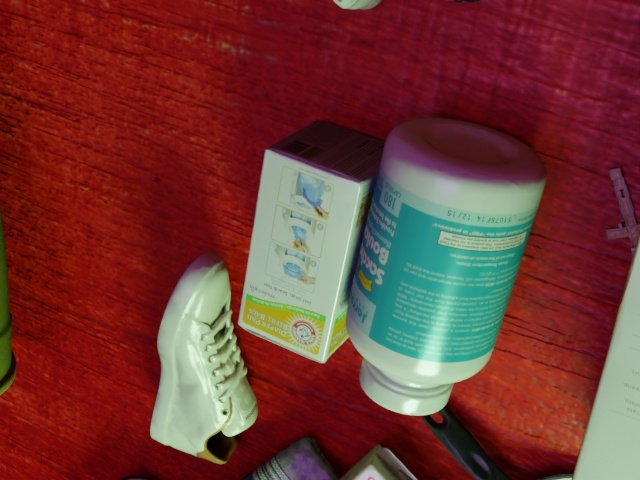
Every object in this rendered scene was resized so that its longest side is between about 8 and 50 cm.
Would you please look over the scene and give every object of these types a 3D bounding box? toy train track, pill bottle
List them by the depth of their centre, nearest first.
[{"bbox_3d":[0.274,-0.024,0.841,0.048,0.014,0.083,-12,102,32],"label":"toy train track"},{"bbox_3d":[0.106,0.031,0.876,0.146,0.146,0.264,22,118,20],"label":"pill bottle"}]

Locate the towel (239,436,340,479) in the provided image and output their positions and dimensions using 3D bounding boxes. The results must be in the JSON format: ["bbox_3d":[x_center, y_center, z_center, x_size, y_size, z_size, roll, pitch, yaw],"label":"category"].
[{"bbox_3d":[-0.028,0.439,1.130,0.312,0.056,0.324,-40,86,13],"label":"towel"}]

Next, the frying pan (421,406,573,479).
[{"bbox_3d":[0.200,0.308,0.955,0.326,0.053,0.197,24,83,24],"label":"frying pan"}]

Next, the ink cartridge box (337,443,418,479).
[{"bbox_3d":[0.053,0.299,1.026,0.143,0.090,0.092,-44,86,7],"label":"ink cartridge box"}]

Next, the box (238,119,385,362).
[{"bbox_3d":[0.000,0.000,0.942,0.103,0.114,0.203,22,119,19],"label":"box"}]

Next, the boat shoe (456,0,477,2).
[{"bbox_3d":[0.135,-0.267,0.807,0.046,0.038,0.125,-134,49,-59],"label":"boat shoe"}]

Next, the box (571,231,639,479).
[{"bbox_3d":[0.318,0.124,0.754,0.168,0.215,0.345,18,117,23],"label":"box"}]

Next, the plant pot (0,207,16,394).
[{"bbox_3d":[-0.538,-0.017,1.124,0.366,0.366,0.353,16,105,23],"label":"plant pot"}]

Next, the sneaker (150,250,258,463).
[{"bbox_3d":[-0.116,0.141,1.079,0.123,0.106,0.290,24,130,15],"label":"sneaker"}]

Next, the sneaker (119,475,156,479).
[{"bbox_3d":[-0.196,0.434,1.234,0.282,0.099,0.153,44,126,11],"label":"sneaker"}]

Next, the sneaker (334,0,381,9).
[{"bbox_3d":[0.051,-0.275,0.838,0.053,0.061,0.152,29,119,18],"label":"sneaker"}]
